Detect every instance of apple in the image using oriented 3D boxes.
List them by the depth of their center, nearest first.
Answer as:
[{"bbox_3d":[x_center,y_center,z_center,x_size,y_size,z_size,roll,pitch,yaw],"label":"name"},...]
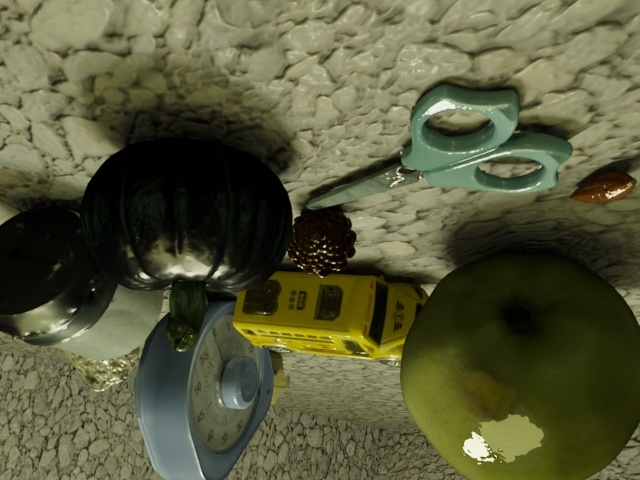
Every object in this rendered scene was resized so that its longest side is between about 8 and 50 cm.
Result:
[{"bbox_3d":[0.291,0.183,0.976,0.358,0.356,0.357,7,160,3],"label":"apple"}]

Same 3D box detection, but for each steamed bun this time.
[{"bbox_3d":[-0.448,0.154,1.359,0.225,0.170,0.200,60,171,-19],"label":"steamed bun"}]

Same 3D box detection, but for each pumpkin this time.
[{"bbox_3d":[-0.158,0.008,0.802,0.248,0.247,0.248,7,160,3],"label":"pumpkin"}]

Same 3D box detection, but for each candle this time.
[{"bbox_3d":[-0.403,0.090,1.159,0.222,0.221,0.342,3,160,14],"label":"candle"}]

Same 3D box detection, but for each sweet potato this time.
[{"bbox_3d":[0.310,-0.058,0.743,0.034,0.034,0.095,16,169,-21],"label":"sweet potato"}]

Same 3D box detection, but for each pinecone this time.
[{"bbox_3d":[-0.003,-0.003,0.945,0.102,0.102,0.109,17,-174,-23],"label":"pinecone"}]

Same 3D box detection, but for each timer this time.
[{"bbox_3d":[-0.233,0.293,1.464,0.174,0.394,0.395,0,158,22],"label":"timer"}]

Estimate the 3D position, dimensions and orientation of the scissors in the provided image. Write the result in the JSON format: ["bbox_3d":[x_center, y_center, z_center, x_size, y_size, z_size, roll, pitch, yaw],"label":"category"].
[{"bbox_3d":[0.098,-0.080,0.775,0.191,0.029,0.360,27,155,-33],"label":"scissors"}]

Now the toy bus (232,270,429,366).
[{"bbox_3d":[0.021,0.127,1.202,0.331,0.144,0.152,2,158,21],"label":"toy bus"}]

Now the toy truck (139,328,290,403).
[{"bbox_3d":[-0.290,0.366,1.924,0.406,0.180,0.254,19,159,-29],"label":"toy truck"}]
